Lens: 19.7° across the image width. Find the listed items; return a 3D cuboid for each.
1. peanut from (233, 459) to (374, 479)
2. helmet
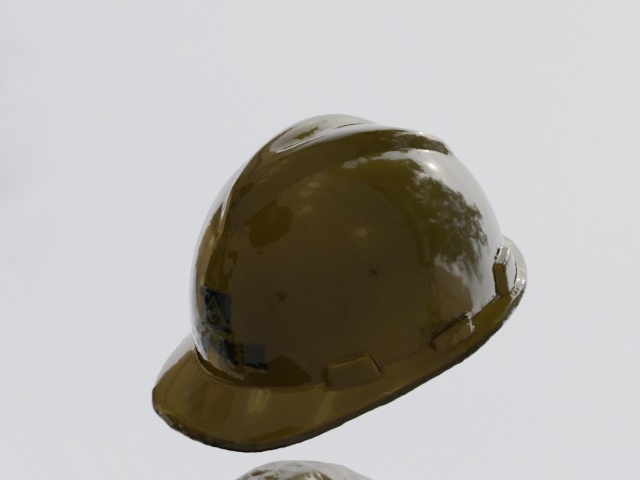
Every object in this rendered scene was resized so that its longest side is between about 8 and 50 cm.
[{"bbox_3d":[-0.040,0.199,1.110,0.123,0.256,0.124,5,-83,45],"label":"peanut"},{"bbox_3d":[0.000,0.000,1.123,0.205,0.257,0.140,17,-50,49],"label":"helmet"}]
